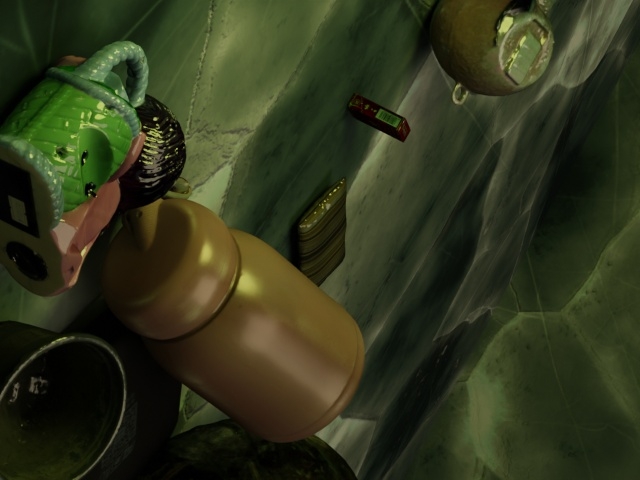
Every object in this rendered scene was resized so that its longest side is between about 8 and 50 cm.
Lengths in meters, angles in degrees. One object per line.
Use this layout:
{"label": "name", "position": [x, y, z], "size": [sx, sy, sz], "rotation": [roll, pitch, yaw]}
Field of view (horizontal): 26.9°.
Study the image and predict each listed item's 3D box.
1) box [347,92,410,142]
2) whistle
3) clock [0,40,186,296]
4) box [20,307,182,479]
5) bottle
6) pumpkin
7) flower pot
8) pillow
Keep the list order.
{"label": "box", "position": [0.080, -0.167, 1.823], "size": [0.023, 0.082, 0.051], "rotation": [-60, 163, -8]}
{"label": "whistle", "position": [0.274, -0.349, 1.930], "size": [0.348, 0.189, 0.189], "rotation": [-58, 163, 0]}
{"label": "clock", "position": [-0.198, -0.072, 1.155], "size": [0.195, 0.100, 0.194], "rotation": [-49, 158, -38]}
{"label": "box", "position": [-0.251, 0.199, 1.479], "size": [0.290, 0.073, 0.289], "rotation": [-46, 157, -40]}
{"label": "bottle", "position": [-0.099, 0.067, 1.401], "size": [0.173, 0.206, 0.297], "rotation": [-28, 138, 21]}
{"label": "pumpkin", "position": [-0.128, 0.440, 1.730], "size": [0.454, 0.344, 0.454], "rotation": [-35, 144, -30]}
{"label": "flower pot", "position": [-0.269, 0.145, 1.233], "size": [0.157, 0.107, 0.157], "rotation": [-22, 121, -42]}
{"label": "pillow", "position": [0.000, 0.000, 1.938], "size": [0.113, 0.038, 0.203], "rotation": [-48, 158, -28]}
